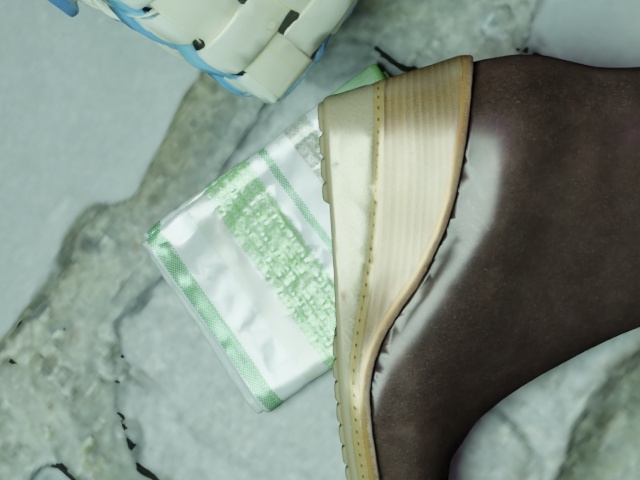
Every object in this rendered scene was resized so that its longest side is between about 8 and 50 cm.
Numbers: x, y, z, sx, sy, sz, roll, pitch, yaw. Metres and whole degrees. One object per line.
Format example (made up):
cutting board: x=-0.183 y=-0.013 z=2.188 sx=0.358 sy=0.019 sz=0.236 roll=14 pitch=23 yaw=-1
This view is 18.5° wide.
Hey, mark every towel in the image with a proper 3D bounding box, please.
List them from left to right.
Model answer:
towel: x=0.000 y=0.000 z=0.979 sx=0.152 sy=0.023 sz=0.113 roll=-36 pitch=80 yaw=9

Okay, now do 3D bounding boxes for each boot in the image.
boot: x=0.108 y=0.036 z=0.910 sx=0.206 sy=0.090 sz=0.248 roll=-4 pitch=102 yaw=2

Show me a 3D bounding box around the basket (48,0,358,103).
basket: x=-0.067 y=-0.212 z=0.929 sx=0.255 sy=0.201 sz=0.289 roll=-49 pitch=48 yaw=10
